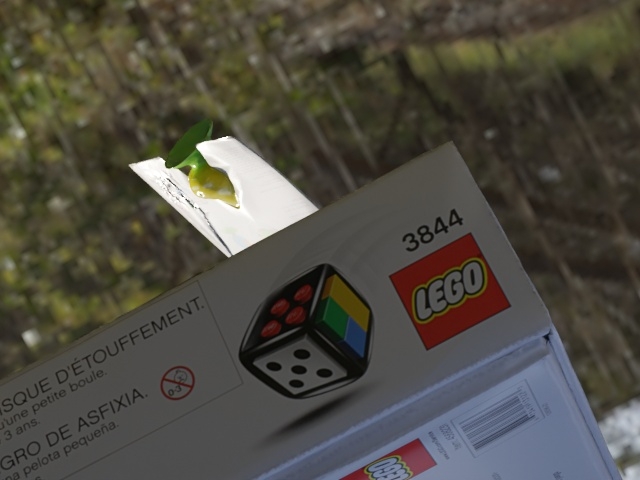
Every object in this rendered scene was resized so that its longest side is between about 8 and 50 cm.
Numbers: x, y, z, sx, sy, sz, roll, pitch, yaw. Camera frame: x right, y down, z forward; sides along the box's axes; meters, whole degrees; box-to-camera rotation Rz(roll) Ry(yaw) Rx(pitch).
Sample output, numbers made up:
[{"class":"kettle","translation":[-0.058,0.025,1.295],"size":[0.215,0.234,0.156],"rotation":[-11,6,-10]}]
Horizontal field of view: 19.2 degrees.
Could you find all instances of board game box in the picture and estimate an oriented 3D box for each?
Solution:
[{"class":"board game box","translation":[-0.010,0.101,0.492],"size":[0.193,0.053,0.305],"rotation":[-27,153,3]}]

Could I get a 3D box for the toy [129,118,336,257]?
[{"class":"toy","translation":[0.000,0.000,1.247],"size":[0.137,0.237,0.056],"rotation":[-11,-134,56]}]
